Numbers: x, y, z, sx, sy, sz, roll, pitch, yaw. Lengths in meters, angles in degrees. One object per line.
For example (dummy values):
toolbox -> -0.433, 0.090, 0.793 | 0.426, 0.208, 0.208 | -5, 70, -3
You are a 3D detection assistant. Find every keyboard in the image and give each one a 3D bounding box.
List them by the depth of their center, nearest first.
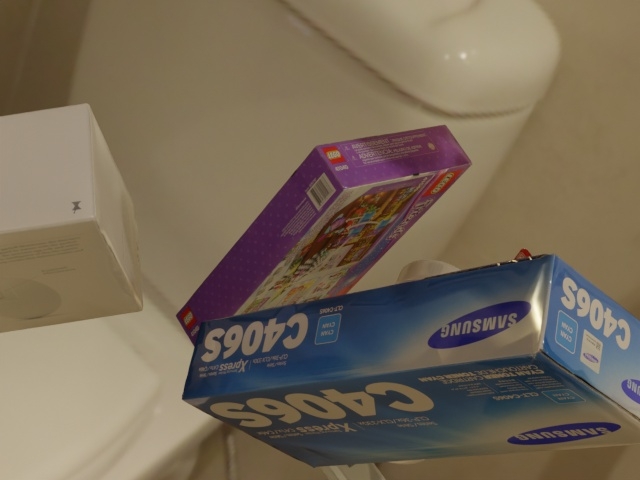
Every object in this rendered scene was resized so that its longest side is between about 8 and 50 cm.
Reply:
keyboard -> 0.034, 0.327, 1.874 | 0.256, 0.072, 0.014 | 54, 12, -3

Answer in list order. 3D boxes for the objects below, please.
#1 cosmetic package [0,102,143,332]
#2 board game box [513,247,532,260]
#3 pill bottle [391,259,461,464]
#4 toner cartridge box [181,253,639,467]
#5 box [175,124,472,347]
cosmetic package -> -0.316, -0.014, 1.284 | 0.224, 0.224, 0.138 | -8, 65, 0
board game box -> 0.311, 0.142, 1.772 | 0.039, 0.124, 0.259 | 2, 45, -33
pill bottle -> 0.103, 0.135, 1.438 | 0.121, 0.121, 0.221 | 25, 52, 0
toner cartridge box -> 0.072, 0.103, 0.956 | 0.165, 0.348, 0.075 | 32, 58, -37
box -> 0.000, 0.000, 1.311 | 0.201, 0.293, 0.057 | -13, 64, -46
